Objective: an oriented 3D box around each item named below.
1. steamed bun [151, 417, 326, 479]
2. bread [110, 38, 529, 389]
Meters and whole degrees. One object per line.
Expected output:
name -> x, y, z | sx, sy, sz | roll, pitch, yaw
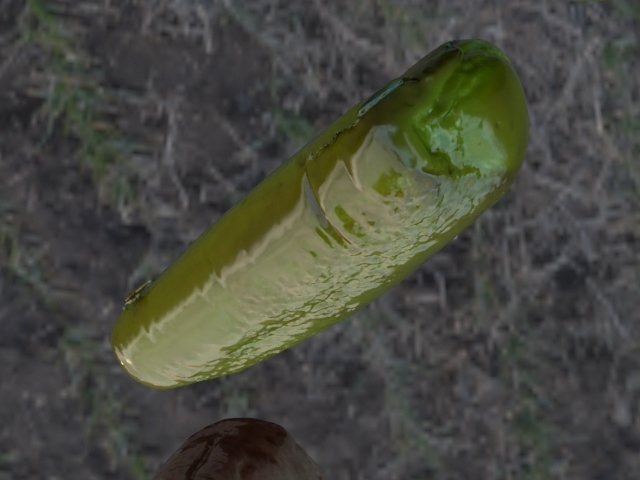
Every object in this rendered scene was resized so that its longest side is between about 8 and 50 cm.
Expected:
steamed bun -> -0.041, 0.194, 1.045 | 0.106, 0.145, 0.175 | -24, 99, 20
bread -> 0.000, 0.000, 1.291 | 0.112, 0.166, 0.383 | 52, 133, 0
